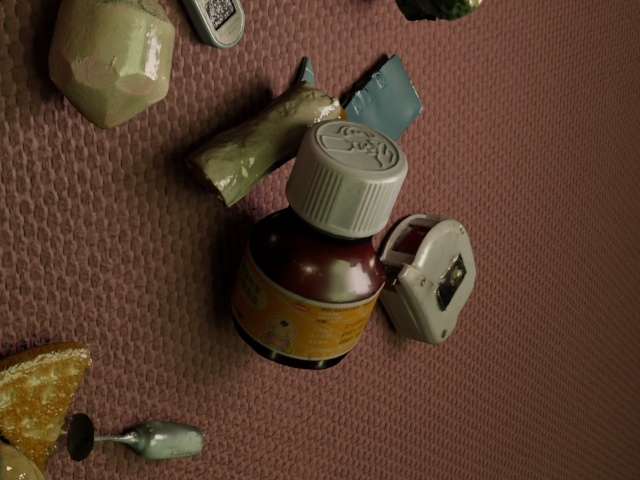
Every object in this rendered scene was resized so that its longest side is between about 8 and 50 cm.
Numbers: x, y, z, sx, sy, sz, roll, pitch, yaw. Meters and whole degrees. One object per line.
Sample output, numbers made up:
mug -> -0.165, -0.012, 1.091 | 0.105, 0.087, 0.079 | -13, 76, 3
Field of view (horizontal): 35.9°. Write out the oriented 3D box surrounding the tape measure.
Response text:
tape measure -> 0.221, 0.074, 2.072 | 0.265, 0.130, 0.258 | -55, 136, -26

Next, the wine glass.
wine glass -> -0.282, 0.313, 1.556 | 0.262, 0.074, 0.074 | 18, 87, -53

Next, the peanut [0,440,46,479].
peanut -> -0.433, 0.424, 1.332 | 0.152, 0.152, 0.313 | -3, 103, -51

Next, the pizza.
pizza -> -0.407, 0.236, 1.380 | 0.188, 0.062, 0.199 | -14, 118, -36

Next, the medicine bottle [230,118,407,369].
medicine bottle -> 0.000, 0.000, 1.596 | 0.242, 0.242, 0.395 | -23, 139, -46

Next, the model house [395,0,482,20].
model house -> 0.163, -0.556, 1.685 | 0.266, 0.321, 0.261 | 35, 90, -34

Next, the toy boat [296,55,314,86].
toy boat -> -0.029, -0.256, 1.723 | 0.096, 0.034, 0.122 | 46, 63, -54

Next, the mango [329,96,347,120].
mango -> 0.010, -0.204, 1.749 | 0.080, 0.060, 0.114 | -45, 160, -40

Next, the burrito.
burrito -> -0.098, -0.150, 1.572 | 0.299, 0.143, 0.105 | -38, 100, -32

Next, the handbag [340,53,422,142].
handbag -> 0.104, -0.244, 1.882 | 0.221, 0.057, 0.144 | -47, 130, -32

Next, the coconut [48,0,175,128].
coconut -> -0.280, -0.239, 1.302 | 0.171, 0.170, 0.183 | 14, 90, -53

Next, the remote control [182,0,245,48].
remote control -> -0.183, -0.395, 1.472 | 0.087, 0.047, 0.244 | -54, 137, -31
